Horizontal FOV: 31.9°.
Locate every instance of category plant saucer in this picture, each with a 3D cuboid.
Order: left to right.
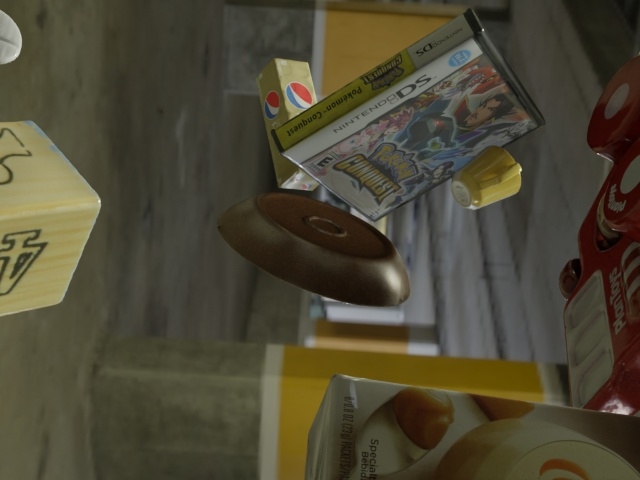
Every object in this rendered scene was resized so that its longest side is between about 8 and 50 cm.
[{"bbox_3d":[0.000,0.000,1.069,0.198,0.198,0.036,-84,-165,-71],"label":"plant saucer"}]

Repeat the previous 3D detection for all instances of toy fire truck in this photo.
[{"bbox_3d":[0.296,-0.001,1.008,0.254,0.169,0.302,-56,-167,32],"label":"toy fire truck"}]

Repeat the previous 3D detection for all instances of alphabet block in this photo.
[{"bbox_3d":[-0.436,-0.026,1.448,0.197,0.192,0.193,-10,136,-47],"label":"alphabet block"}]

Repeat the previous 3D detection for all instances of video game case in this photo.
[{"bbox_3d":[0.110,-0.128,1.271,0.275,0.248,0.035,33,30,-61],"label":"video game case"}]

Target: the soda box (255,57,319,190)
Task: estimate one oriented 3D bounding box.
[{"bbox_3d":[-0.038,-0.164,1.586,0.058,0.061,0.181,-38,-122,48],"label":"soda box"}]

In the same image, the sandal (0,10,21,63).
[{"bbox_3d":[-0.492,-0.244,1.351,0.076,0.265,0.102,102,-5,-47],"label":"sandal"}]

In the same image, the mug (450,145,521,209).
[{"bbox_3d":[0.182,-0.070,1.249,0.062,0.064,0.078,49,-28,22],"label":"mug"}]

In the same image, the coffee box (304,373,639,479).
[{"bbox_3d":[0.115,0.163,0.575,0.098,0.246,0.141,108,-12,-58],"label":"coffee box"}]

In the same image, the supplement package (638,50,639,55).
[{"bbox_3d":[0.551,-0.192,1.444,0.262,0.145,0.204,38,-68,42],"label":"supplement package"}]
